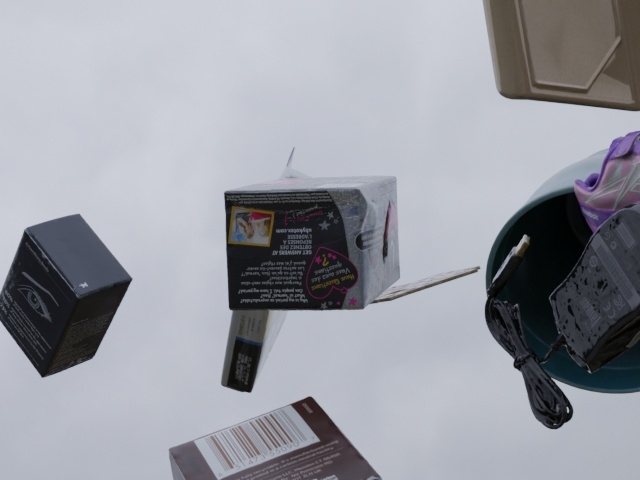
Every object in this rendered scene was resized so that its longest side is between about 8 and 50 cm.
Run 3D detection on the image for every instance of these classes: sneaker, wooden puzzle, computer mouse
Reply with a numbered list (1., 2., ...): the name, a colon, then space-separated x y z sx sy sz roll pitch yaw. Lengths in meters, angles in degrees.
1. sneaker: 0.335 -0.071 1.045 0.095 0.104 0.236 -13 -19 -39
2. wooden puzzle: 0.290 -0.263 1.270 0.239 0.221 0.044 -1 -12 -30
3. computer mouse: 0.262 0.045 1.068 0.060 0.184 0.262 1 -48 -29

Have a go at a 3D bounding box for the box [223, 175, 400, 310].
1. box: 0.000 0.000 1.278 0.163 0.142 0.247 -1 7 14

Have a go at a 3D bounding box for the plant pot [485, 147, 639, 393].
1. plant pot: 0.368 0.006 1.326 0.272 0.255 0.271 10 -60 19

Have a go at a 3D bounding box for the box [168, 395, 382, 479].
1. box: -0.036 0.301 1.074 0.168 0.167 0.203 -19 -62 -19

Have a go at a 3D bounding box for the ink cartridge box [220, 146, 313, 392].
1. ink cartridge box: -0.077 0.046 1.779 0.072 0.307 0.303 16 -55 8

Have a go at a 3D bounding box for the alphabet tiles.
1. alphabet tiles: 0.160 0.083 1.896 0.237 0.009 0.198 -15 0 -31

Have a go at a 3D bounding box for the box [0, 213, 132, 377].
1. box: -0.408 0.087 1.676 0.108 0.153 0.207 -20 -28 -47
